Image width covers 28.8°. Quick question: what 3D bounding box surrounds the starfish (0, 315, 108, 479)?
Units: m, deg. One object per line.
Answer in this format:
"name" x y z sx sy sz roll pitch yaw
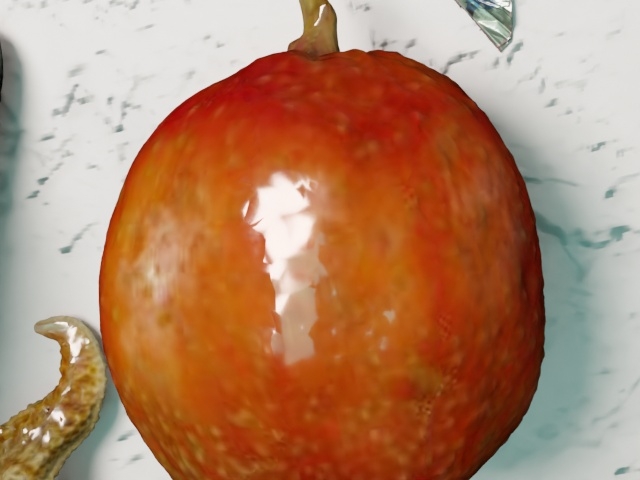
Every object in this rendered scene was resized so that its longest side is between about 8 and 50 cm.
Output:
"starfish" -0.184 0.225 0.684 0.327 0.094 0.375 17 84 17

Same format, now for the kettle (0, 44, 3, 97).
"kettle" -0.341 -0.010 0.666 0.308 0.262 0.203 13 141 6

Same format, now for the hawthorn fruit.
"hawthorn fruit" 0.000 0.000 0.575 0.205 0.205 0.253 -5 100 14

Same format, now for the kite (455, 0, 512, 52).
"kite" 0.096 -0.159 0.600 0.156 0.011 0.139 11 111 9
